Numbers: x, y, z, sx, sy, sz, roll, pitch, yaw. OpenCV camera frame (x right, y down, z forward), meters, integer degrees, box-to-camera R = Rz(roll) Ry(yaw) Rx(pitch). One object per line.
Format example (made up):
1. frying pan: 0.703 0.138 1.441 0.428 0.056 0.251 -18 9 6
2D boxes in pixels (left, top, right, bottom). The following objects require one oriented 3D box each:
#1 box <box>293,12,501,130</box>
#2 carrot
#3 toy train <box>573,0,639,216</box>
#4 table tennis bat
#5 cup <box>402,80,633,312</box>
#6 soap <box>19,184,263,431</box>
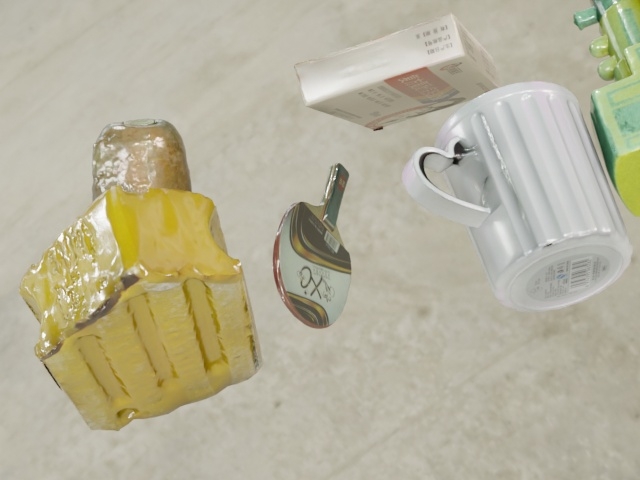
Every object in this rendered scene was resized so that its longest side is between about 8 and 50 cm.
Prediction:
1. box: 0.121 -0.224 1.488 0.214 0.069 0.353 -16 -2 17
2. carrot: -0.234 -0.011 1.411 0.139 0.301 0.138 1 22 -1
3. toy train: 0.404 -0.222 1.210 0.237 0.150 0.368 -20 47 16
4. table tennis bat: 0.000 0.000 1.624 0.022 0.173 0.301 -17 40 34
5. cup: 0.203 -0.036 1.140 0.221 0.167 0.202 -14 57 -2
6. soap: -0.136 0.056 0.823 0.160 0.257 0.080 -20 63 -9
